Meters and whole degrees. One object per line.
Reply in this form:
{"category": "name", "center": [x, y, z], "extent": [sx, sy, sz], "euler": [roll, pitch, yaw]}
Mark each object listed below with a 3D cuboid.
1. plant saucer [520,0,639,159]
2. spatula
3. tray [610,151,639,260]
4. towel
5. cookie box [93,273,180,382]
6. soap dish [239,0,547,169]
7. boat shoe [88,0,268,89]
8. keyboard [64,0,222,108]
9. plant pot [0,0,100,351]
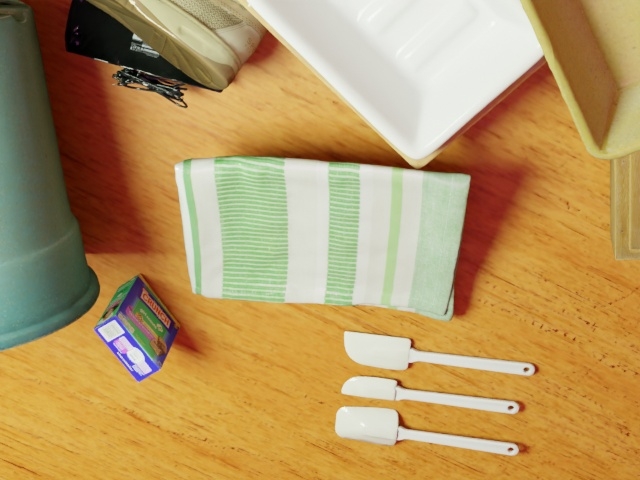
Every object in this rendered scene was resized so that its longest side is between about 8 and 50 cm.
{"category": "plant saucer", "center": [0.347, -0.283, 1.052], "extent": [0.333, 0.081, 0.332], "euler": [-22, 111, 18]}
{"category": "spatula", "center": [0.144, 0.203, 1.453], "extent": [0.242, 0.019, 0.168], "euler": [7, 112, 5]}
{"category": "tray", "center": [0.408, -0.177, 1.182], "extent": [0.203, 0.076, 0.410], "euler": [-2, 117, 11]}
{"category": "towel", "center": [0.000, 0.000, 1.313], "extent": [0.325, 0.038, 0.247], "euler": [6, 139, 6]}
{"category": "cookie box", "center": [-0.226, 0.108, 1.411], "extent": [0.040, 0.107, 0.092], "euler": [-29, 110, 20]}
{"category": "soap dish", "center": [0.083, -0.248, 1.173], "extent": [0.291, 0.118, 0.229], "euler": [42, 116, -13]}
{"category": "boat shoe", "center": [-0.208, -0.304, 1.208], "extent": [0.341, 0.122, 0.110], "euler": [38, 79, -14]}
{"category": "keyboard", "center": [-0.197, -0.215, 1.292], "extent": [0.192, 0.038, 0.100], "euler": [16, 95, 2]}
{"category": "plant pot", "center": [-0.429, -0.086, 1.241], "extent": [0.341, 0.341, 0.334], "euler": [1, 109, 9]}
